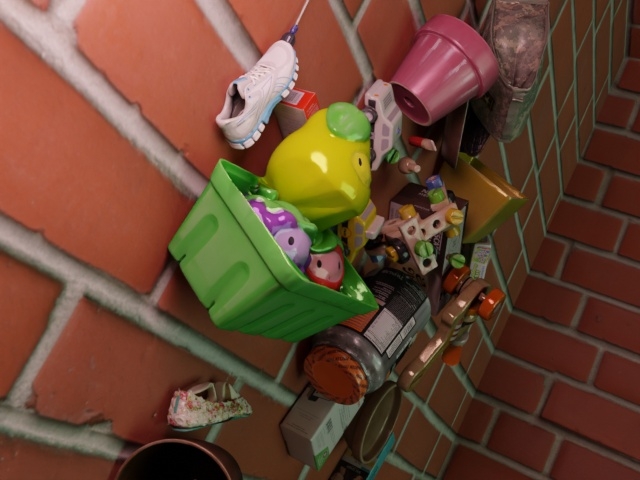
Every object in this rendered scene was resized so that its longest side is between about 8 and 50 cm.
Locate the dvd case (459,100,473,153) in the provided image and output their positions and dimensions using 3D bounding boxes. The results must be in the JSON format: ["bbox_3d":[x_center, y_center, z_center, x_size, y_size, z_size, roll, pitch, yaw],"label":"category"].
[{"bbox_3d":[0.441,-0.386,2.230,0.179,0.030,0.238,-51,150,-33],"label":"dvd case"}]

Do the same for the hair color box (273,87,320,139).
[{"bbox_3d":[-0.034,-0.204,1.388,0.043,0.072,0.141,-57,153,-24],"label":"hair color box"}]

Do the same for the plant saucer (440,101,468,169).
[{"bbox_3d":[0.340,-0.331,1.962,0.310,0.050,0.310,9,90,-82],"label":"plant saucer"}]

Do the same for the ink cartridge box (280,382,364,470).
[{"bbox_3d":[0.009,0.416,1.921,0.219,0.093,0.160,-52,150,-32],"label":"ink cartridge box"}]

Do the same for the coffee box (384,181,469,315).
[{"bbox_3d":[0.265,0.022,2.036,0.119,0.168,0.297,-40,143,-45],"label":"coffee box"}]

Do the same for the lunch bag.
[{"bbox_3d":[0.466,-0.415,1.971,0.235,0.169,0.287,85,13,-65],"label":"lunch bag"}]

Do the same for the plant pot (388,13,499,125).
[{"bbox_3d":[0.251,-0.353,1.716,0.180,0.201,0.201,-46,150,-10],"label":"plant pot"}]

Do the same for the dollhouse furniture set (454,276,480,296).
[{"bbox_3d":[0.357,0.153,2.296,0.129,0.184,0.129,-62,153,-13],"label":"dollhouse furniture set"}]

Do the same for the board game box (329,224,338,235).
[{"bbox_3d":[0.000,0.000,1.662,0.126,0.026,0.186,-30,135,-52],"label":"board game box"}]

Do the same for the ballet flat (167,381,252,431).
[{"bbox_3d":[-0.193,0.297,1.454,0.241,0.091,0.077,15,73,-68],"label":"ballet flat"}]

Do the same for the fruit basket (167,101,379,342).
[{"bbox_3d":[-0.017,-0.029,1.299,0.392,0.283,0.392,-29,157,-14],"label":"fruit basket"}]

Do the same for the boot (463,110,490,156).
[{"bbox_3d":[0.440,-0.316,2.140,0.106,0.082,0.219,36,68,-67],"label":"boot"}]

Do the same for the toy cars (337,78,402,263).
[{"bbox_3d":[0.111,-0.135,1.665,0.176,0.087,0.393,18,87,-72],"label":"toy cars"}]

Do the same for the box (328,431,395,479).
[{"bbox_3d":[0.114,0.647,2.299,0.244,0.101,0.060,-54,150,-28],"label":"box"}]

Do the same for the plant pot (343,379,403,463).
[{"bbox_3d":[0.126,0.483,2.183,0.237,0.110,0.237,-42,143,-43],"label":"plant pot"}]

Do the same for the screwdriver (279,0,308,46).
[{"bbox_3d":[-0.033,-0.367,1.318,0.169,0.025,0.024,-62,154,-13],"label":"screwdriver"}]

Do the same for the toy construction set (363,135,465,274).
[{"bbox_3d":[0.224,-0.067,1.738,0.237,0.258,0.308,-141,-131,-73],"label":"toy construction set"}]

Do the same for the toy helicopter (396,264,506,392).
[{"bbox_3d":[0.314,0.243,2.011,0.355,0.140,0.235,-47,157,-14],"label":"toy helicopter"}]

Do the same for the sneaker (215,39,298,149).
[{"bbox_3d":[-0.100,-0.239,1.237,0.190,0.071,0.083,-64,148,-11],"label":"sneaker"}]

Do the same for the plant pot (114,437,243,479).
[{"bbox_3d":[-0.220,0.439,1.394,0.230,0.215,0.215,25,87,-79],"label":"plant pot"}]

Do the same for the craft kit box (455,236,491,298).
[{"bbox_3d":[0.450,0.058,2.422,0.246,0.061,0.249,-85,-179,-60],"label":"craft kit box"}]

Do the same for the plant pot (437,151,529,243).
[{"bbox_3d":[0.413,-0.108,2.197,0.187,0.212,0.212,-54,159,18],"label":"plant pot"}]

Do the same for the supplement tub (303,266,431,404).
[{"bbox_3d":[0.108,0.222,1.852,0.316,0.194,0.193,-45,146,-39],"label":"supplement tub"}]
